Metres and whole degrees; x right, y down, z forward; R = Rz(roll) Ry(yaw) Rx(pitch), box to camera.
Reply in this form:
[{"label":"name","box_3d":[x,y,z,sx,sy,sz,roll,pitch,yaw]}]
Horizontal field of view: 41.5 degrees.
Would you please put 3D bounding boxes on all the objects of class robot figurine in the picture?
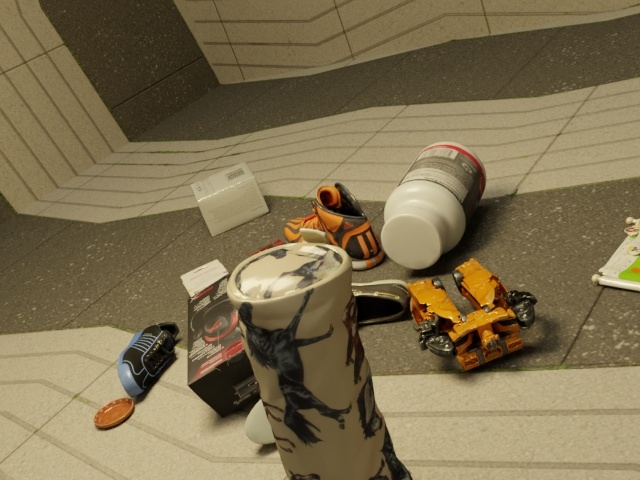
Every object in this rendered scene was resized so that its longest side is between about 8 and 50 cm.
[{"label":"robot figurine","box_3d":[0.258,0.128,1.477,0.211,0.085,0.291,-22,22,-1]}]

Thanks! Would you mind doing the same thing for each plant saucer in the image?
[{"label":"plant saucer","box_3d":[-0.405,0.341,1.660,0.083,0.013,0.083,-18,24,8]}]

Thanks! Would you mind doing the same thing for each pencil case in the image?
[{"label":"pencil case","box_3d":[0.007,0.199,1.118,0.160,0.410,0.183,-7,20,26]}]

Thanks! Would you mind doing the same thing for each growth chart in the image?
[{"label":"growth chart","box_3d":[0.593,0.025,1.504,0.172,0.021,0.237,2,33,41]}]

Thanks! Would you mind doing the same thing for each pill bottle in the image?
[{"label":"pill bottle","box_3d":[0.240,-0.074,1.821,0.176,0.176,0.318,-7,26,29]}]

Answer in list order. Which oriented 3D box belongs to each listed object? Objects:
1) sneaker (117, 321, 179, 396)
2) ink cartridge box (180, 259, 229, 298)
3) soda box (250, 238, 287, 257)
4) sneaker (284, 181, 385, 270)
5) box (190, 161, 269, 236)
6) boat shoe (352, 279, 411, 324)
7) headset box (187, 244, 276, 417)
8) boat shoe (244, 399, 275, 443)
[{"label":"sneaker","box_3d":[-0.354,0.237,1.760,0.090,0.081,0.232,-25,21,9]},{"label":"ink cartridge box","box_3d":[-0.255,0.115,1.970,0.104,0.061,0.181,-25,24,-11]},{"label":"soda box","box_3d":[-0.059,0.082,1.837,0.083,0.092,0.263,-30,25,-16]},{"label":"sneaker","box_3d":[0.013,-0.054,1.940,0.124,0.180,0.321,-38,32,-29]},{"label":"box","box_3d":[-0.263,-0.121,2.428,0.182,0.119,0.181,-24,23,-6]},{"label":"boat shoe","box_3d":[0.063,0.127,1.647,0.228,0.081,0.068,-11,21,16]},{"label":"headset box","box_3d":[-0.133,0.173,1.575,0.218,0.110,0.293,-33,31,11]},{"label":"boat shoe","box_3d":[-0.037,0.272,1.439,0.219,0.078,0.070,-34,-8,-21]}]
